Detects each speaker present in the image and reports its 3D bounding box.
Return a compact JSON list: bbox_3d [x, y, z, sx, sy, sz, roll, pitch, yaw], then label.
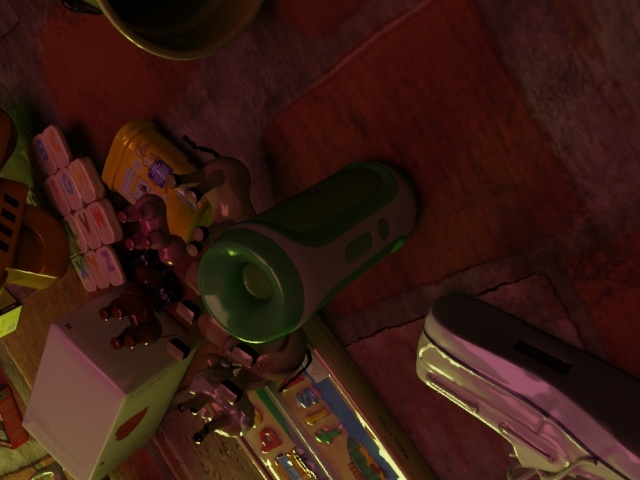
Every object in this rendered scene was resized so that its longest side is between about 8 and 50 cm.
[{"bbox_3d":[0.000,0.000,0.812,0.131,0.296,0.131,14,118,29],"label":"speaker"}]

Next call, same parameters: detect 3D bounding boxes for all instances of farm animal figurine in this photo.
[{"bbox_3d":[-0.132,0.070,0.995,0.326,0.172,0.330,49,127,11],"label":"farm animal figurine"}]

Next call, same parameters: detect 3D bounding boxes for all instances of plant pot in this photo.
[{"bbox_3d":[-0.228,-0.372,0.841,0.254,0.276,0.276,24,123,35],"label":"plant pot"}]

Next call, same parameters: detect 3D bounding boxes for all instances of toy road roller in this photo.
[{"bbox_3d":[-0.542,-0.043,1.217,0.202,0.241,0.329,-20,58,52],"label":"toy road roller"}]

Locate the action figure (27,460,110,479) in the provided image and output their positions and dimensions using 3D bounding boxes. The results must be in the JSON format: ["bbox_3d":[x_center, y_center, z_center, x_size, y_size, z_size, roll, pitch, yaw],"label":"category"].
[{"bbox_3d":[-0.418,0.551,1.430,0.330,0.178,0.341,43,153,4],"label":"action figure"}]

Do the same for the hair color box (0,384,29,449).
[{"bbox_3d":[-0.718,0.398,1.641,0.072,0.043,0.141,-2,109,36],"label":"hair color box"}]

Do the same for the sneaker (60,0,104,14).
[{"bbox_3d":[-0.341,-0.414,0.979,0.078,0.106,0.234,-7,106,35],"label":"sneaker"}]

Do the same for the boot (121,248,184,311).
[{"bbox_3d":[-0.288,0.074,1.206,0.121,0.045,0.099,-24,100,38],"label":"boot"}]

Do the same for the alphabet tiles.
[{"bbox_3d":[-0.417,-0.045,1.211,0.284,0.021,0.277,-12,102,51],"label":"alphabet tiles"}]

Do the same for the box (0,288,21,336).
[{"bbox_3d":[-0.721,0.096,1.497,0.232,0.058,0.087,40,128,12],"label":"box"}]

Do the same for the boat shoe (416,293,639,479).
[{"bbox_3d":[0.263,0.217,0.838,0.367,0.136,0.156,29,124,24],"label":"boat shoe"}]

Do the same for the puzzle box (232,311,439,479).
[{"bbox_3d":[0.011,0.328,1.111,0.272,0.052,0.409,-38,87,39],"label":"puzzle box"}]

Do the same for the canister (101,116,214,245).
[{"bbox_3d":[-0.232,-0.082,1.078,0.170,0.073,0.126,41,128,10],"label":"canister"}]

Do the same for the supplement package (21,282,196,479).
[{"bbox_3d":[-0.366,0.250,1.250,0.175,0.177,0.293,40,128,14],"label":"supplement package"}]
